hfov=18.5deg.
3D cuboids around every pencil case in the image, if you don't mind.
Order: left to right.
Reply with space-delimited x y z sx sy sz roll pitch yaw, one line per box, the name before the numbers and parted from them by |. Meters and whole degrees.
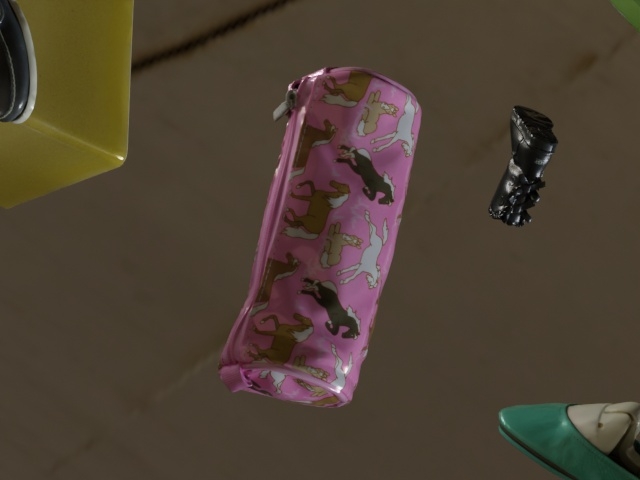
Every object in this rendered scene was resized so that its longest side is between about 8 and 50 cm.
pencil case | 0.000 0.000 2.225 0.167 0.386 0.160 11 166 7

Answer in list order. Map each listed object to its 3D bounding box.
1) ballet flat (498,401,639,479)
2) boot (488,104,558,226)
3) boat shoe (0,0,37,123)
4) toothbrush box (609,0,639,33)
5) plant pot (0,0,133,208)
ballet flat | 0.268 0.185 1.633 0.247 0.087 0.083 33 -157 15
boot | 0.202 -0.074 1.988 0.045 0.099 0.121 17 -159 -11
boat shoe | -0.333 -0.218 1.865 0.079 0.084 0.233 -14 -96 -43
toothbrush box | 0.360 -0.280 1.583 0.206 0.283 0.122 38 -146 -32
plant pot | -0.340 -0.177 2.085 0.187 0.212 0.212 18 -116 -43
